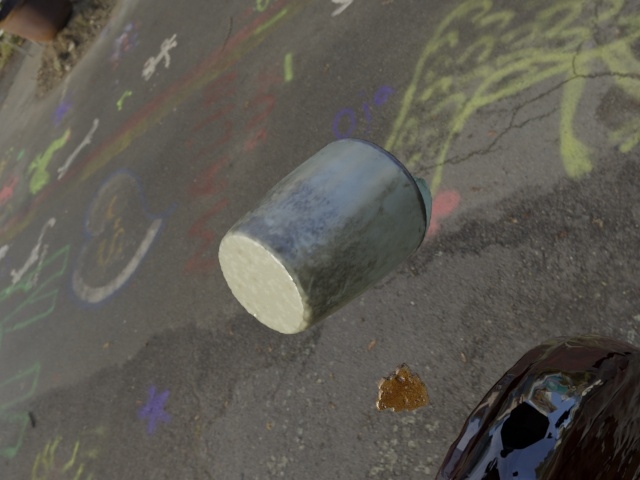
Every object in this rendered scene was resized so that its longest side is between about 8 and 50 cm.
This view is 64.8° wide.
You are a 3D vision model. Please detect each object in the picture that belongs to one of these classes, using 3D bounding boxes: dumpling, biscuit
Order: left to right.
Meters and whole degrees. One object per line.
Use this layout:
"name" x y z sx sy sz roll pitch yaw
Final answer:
"biscuit" 0.182 0.330 1.100 0.119 0.130 0.019 -58 18 8
"dumpling" 0.231 -0.072 1.390 0.105 0.150 0.216 -135 49 -64
"biscuit" 0.209 0.281 0.494 0.091 0.407 0.407 22 81 45

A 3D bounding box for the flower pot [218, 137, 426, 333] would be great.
"flower pot" 0.000 0.000 0.965 0.294 0.293 0.330 4 33 42
